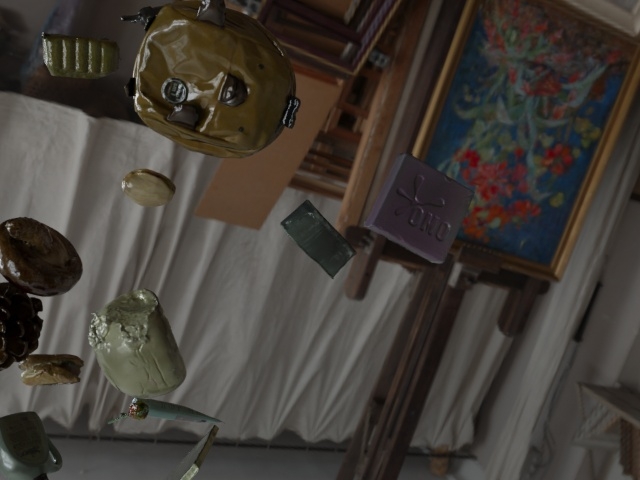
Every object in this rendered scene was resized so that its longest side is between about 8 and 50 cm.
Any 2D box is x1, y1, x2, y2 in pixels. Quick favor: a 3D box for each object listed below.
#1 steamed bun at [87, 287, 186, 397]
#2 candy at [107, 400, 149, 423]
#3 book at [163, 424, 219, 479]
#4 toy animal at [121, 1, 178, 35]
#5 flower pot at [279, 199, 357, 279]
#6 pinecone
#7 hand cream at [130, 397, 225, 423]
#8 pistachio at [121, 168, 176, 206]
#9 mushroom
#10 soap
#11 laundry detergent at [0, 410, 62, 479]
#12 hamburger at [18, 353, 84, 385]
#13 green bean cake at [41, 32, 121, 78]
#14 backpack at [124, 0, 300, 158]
[{"bbox_3d":[-0.556,0.331,1.889,0.233,0.311,0.334,-21,-162,-17],"label":"steamed bun"},{"bbox_3d":[-0.613,0.554,1.973,0.201,0.060,0.060,-27,162,32],"label":"candy"},{"bbox_3d":[-0.486,0.807,2.086,0.043,0.371,0.260,41,-168,-3],"label":"book"},{"bbox_3d":[-0.474,-0.666,1.862,0.233,0.084,0.148,-8,171,-16],"label":"toy animal"},{"bbox_3d":[0.000,0.000,1.732,0.229,0.108,0.103,44,-176,-38],"label":"flower pot"},{"bbox_3d":[-1.201,0.310,2.251,0.385,0.384,0.384,18,-170,-3],"label":"pinecone"},{"bbox_3d":[-0.484,0.585,2.136,0.331,0.058,0.085,20,164,-36],"label":"hand cream"},{"bbox_3d":[-0.659,-0.201,2.396,0.201,0.145,0.117,13,-151,-14],"label":"pistachio"},{"bbox_3d":[-1.010,0.056,2.229,0.239,0.345,0.345,-22,179,16],"label":"mushroom"},{"bbox_3d":[0.337,-0.108,2.123,0.296,0.285,0.107,26,172,-14],"label":"soap"},{"bbox_3d":[-0.945,0.698,2.038,0.280,0.105,0.215,47,-170,18],"label":"laundry detergent"},{"bbox_3d":[-1.071,0.493,2.445,0.262,0.124,0.131,-7,146,10],"label":"hamburger"},{"bbox_3d":[-0.776,-0.598,2.026,0.233,0.124,0.236,-3,-160,-24],"label":"green bean cake"},{"bbox_3d":[-0.232,-0.362,1.419,0.378,0.353,0.201,15,-161,-11],"label":"backpack"}]
